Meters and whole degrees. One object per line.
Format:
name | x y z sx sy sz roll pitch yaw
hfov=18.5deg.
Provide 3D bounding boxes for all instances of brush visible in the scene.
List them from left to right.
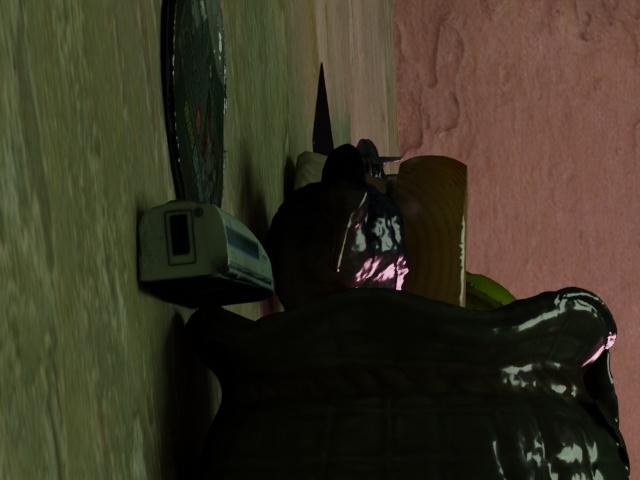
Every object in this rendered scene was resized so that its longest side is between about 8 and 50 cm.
brush | 0.057 0.049 1.843 0.174 0.166 0.267 25 65 -86

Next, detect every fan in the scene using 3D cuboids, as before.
fan | -0.074 -0.102 1.316 0.294 0.012 0.223 -73 161 -70

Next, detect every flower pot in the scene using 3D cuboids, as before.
flower pot | 0.057 0.142 1.239 0.302 0.302 0.213 42 46 -82

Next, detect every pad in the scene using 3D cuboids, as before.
pad | 0.009 -0.050 2.200 0.159 0.009 0.265 -84 169 -52

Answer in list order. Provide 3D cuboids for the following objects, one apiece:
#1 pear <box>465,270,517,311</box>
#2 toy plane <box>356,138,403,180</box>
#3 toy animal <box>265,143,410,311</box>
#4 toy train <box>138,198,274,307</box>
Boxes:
pear | 0.115 0.095 2.061 0.255 0.238 0.164 -56 138 -78
toy plane | 0.076 -0.061 2.463 0.267 0.088 0.212 -82 170 -58
toy animal | 0.013 0.039 1.612 0.298 0.122 0.185 73 16 -74
toy train | -0.064 0.011 1.197 0.252 0.055 0.048 44 36 -83
